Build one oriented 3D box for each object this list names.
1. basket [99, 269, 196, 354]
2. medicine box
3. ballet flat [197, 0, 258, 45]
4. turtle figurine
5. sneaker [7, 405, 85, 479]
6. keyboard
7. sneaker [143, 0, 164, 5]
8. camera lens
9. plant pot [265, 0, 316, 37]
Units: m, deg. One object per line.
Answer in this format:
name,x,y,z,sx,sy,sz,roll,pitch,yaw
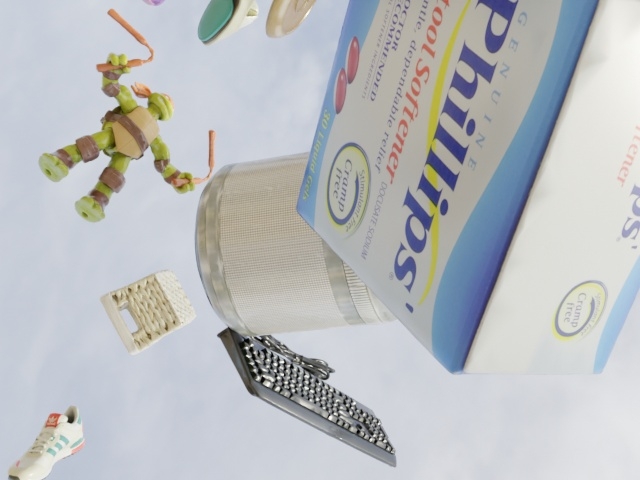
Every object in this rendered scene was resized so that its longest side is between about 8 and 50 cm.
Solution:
basket,-0.289,0.116,1.336,0.103,0.167,0.113,-29,-90,-1
medicine box,0.125,-0.081,0.611,0.289,0.149,0.264,47,-53,55
ballet flat,-0.127,-0.419,1.332,0.248,0.086,0.086,-44,-138,45
turtle figurine,-0.265,-0.144,1.025,0.087,0.270,0.217,9,-132,40
sneaker,-0.415,0.303,1.176,0.057,0.161,0.075,6,-78,18
keyboard,-0.018,0.193,1.062,0.033,0.317,0.201,-47,-140,6
sneaker,-0.175,-0.424,1.099,0.095,0.104,0.236,15,-104,45
camera lens,0.000,0.000,0.957,0.274,0.219,0.219,-7,-120,16
plant pot,-0.047,-0.561,1.783,0.032,0.236,0.236,33,-101,6
